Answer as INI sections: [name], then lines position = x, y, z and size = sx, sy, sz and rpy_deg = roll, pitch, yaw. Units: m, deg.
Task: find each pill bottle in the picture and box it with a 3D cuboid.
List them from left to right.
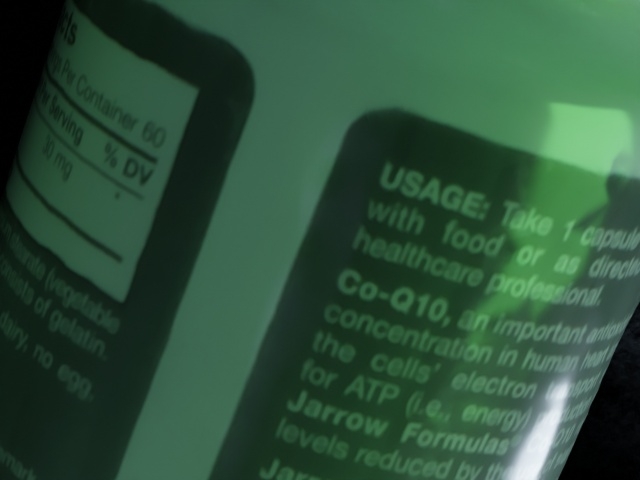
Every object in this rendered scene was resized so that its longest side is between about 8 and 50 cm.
[pill bottle]
position = 0.000, 0.000, 0.540
size = 0.361, 0.204, 0.204
rpy_deg = -68, 167, 15
